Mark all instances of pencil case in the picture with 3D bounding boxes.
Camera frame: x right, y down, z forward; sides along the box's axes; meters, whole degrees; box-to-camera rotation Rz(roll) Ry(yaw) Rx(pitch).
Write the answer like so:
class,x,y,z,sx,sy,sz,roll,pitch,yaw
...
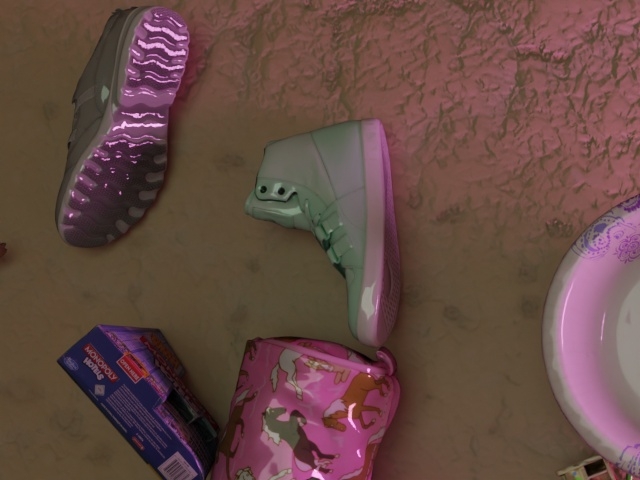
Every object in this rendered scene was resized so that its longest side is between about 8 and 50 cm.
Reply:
class,x,y,z,sx,sy,sz,roll,pitch,yaw
pencil case,-0.033,0.283,1.524,0.160,0.167,0.386,3,80,61

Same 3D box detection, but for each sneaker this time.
class,x,y,z,sx,sy,sz,roll,pitch,yaw
sneaker,0.000,0.000,1.572,0.151,0.094,0.255,-8,62,11
sneaker,-0.228,-0.127,1.688,0.115,0.105,0.281,25,94,52

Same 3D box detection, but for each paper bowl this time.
class,x,y,z,sx,sy,sz,roll,pitch,yaw
paper bowl,0.359,0.095,1.438,0.284,0.148,0.284,-2,81,16

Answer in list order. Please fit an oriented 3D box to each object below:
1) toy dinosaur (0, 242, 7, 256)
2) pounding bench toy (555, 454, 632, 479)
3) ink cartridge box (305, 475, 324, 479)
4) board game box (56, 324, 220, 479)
class,x,y,z,sx,sy,sz,roll,pitch,yaw
toy dinosaur,-0.496,0.030,1.719,0.200,0.127,0.295,35,105,25
pounding bench toy,0.284,0.241,1.490,0.083,0.052,0.065,-25,76,11
ink cartridge box,0.005,0.351,1.407,0.153,0.087,0.208,-39,109,-22
board game box,-0.171,0.162,1.582,0.060,0.194,0.194,-40,93,7
